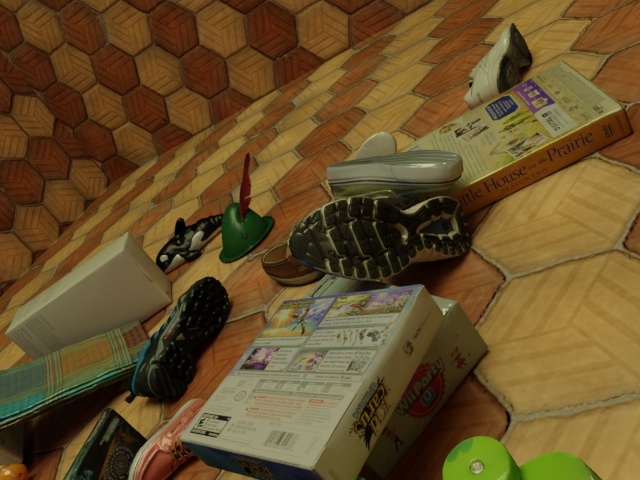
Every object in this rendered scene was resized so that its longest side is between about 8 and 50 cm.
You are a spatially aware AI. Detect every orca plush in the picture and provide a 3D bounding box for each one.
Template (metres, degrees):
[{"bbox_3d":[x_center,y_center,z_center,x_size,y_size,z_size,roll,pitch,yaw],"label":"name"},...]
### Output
[{"bbox_3d":[-0.375,-0.024,1.721,0.287,0.102,0.151,-31,25,10],"label":"orca plush"}]

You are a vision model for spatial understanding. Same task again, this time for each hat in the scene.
[{"bbox_3d":[-0.238,-0.078,1.542,0.172,0.184,0.209,-15,31,39],"label":"hat"}]

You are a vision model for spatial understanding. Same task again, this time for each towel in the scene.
[{"bbox_3d":[-0.564,0.290,1.327,0.369,0.040,0.271,-21,20,-22],"label":"towel"}]

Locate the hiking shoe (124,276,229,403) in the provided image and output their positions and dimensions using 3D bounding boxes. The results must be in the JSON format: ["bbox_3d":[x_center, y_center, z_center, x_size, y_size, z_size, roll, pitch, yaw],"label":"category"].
[{"bbox_3d":[-0.300,0.191,1.224,0.132,0.113,0.304,-17,30,34],"label":"hiking shoe"}]

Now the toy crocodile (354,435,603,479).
[{"bbox_3d":[0.103,0.276,0.545,0.340,0.115,0.105,-26,26,21],"label":"toy crocodile"}]

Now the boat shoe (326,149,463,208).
[{"bbox_3d":[0.134,-0.105,1.075,0.109,0.094,0.302,-26,19,-36],"label":"boat shoe"}]

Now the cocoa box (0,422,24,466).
[{"bbox_3d":[-0.826,0.437,1.300,0.228,0.231,0.347,-48,26,-10],"label":"cocoa box"}]

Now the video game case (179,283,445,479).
[{"bbox_3d":[-0.014,0.168,0.708,0.269,0.061,0.244,-13,32,49],"label":"video game case"}]

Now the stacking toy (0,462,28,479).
[{"bbox_3d":[-0.674,0.528,1.087,0.165,0.175,0.302,-17,19,38],"label":"stacking toy"}]

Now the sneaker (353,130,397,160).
[{"bbox_3d":[0.102,-0.130,1.224,0.094,0.080,0.212,-50,-18,-65],"label":"sneaker"}]

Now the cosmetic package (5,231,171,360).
[{"bbox_3d":[-0.593,0.171,1.542,0.365,0.197,0.155,-35,23,-2],"label":"cosmetic package"}]

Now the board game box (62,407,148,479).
[{"bbox_3d":[-0.333,0.374,0.921,0.026,0.126,0.186,-23,26,25],"label":"board game box"}]

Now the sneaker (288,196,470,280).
[{"bbox_3d":[0.086,0.008,0.942,0.329,0.130,0.147,-3,-14,-37],"label":"sneaker"}]

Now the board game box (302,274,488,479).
[{"bbox_3d":[0.046,0.166,0.844,0.224,0.098,0.303,-45,24,-18],"label":"board game box"}]

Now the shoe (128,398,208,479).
[{"bbox_3d":[-0.225,0.326,0.941,0.081,0.064,0.178,-15,27,47],"label":"shoe"}]

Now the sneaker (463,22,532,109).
[{"bbox_3d":[0.418,-0.419,1.410,0.129,0.111,0.297,-19,27,44],"label":"sneaker"}]

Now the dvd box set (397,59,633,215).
[{"bbox_3d":[0.327,-0.179,1.142,0.420,0.062,0.308,-28,26,16],"label":"dvd box set"}]

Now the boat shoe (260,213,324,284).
[{"bbox_3d":[0.000,0.000,1.170,0.323,0.120,0.123,-13,32,40],"label":"boat shoe"}]
